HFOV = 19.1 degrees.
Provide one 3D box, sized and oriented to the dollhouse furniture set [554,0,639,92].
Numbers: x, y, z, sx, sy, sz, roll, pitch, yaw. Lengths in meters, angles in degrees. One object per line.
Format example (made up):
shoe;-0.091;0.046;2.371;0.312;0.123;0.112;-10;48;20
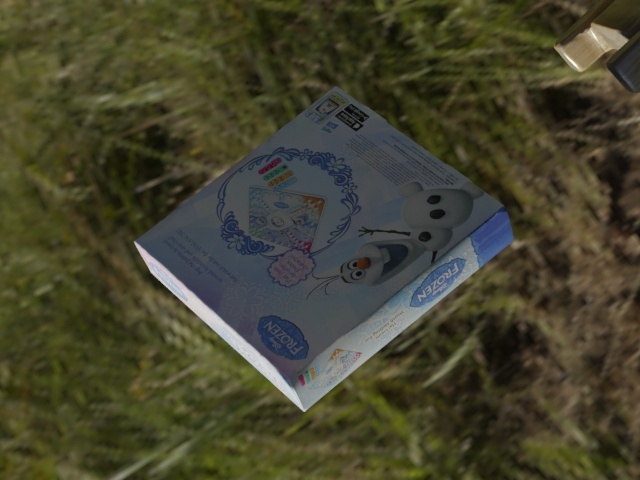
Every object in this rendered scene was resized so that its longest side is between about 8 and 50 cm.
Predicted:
dollhouse furniture set;0.112;-0.052;0.364;0.101;0.161;0.182;-43;102;3

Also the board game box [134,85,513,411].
board game box;0.000;0.000;0.618;0.090;0.090;0.020;39;160;41
